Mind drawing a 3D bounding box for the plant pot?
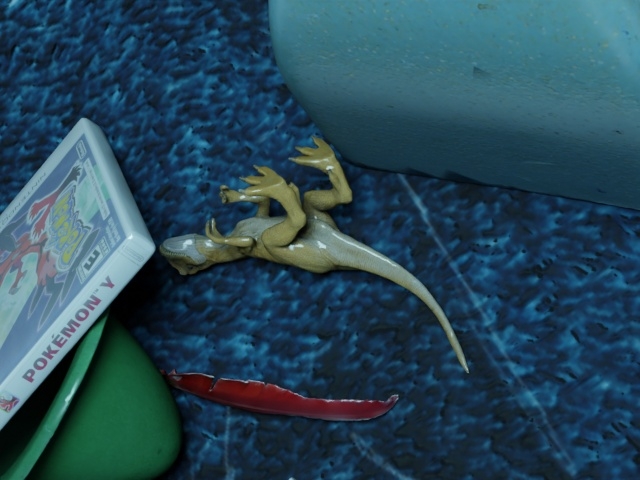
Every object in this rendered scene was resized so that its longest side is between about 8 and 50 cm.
[{"bbox_3d":[0.104,-0.171,0.631,0.248,0.252,0.247,10,84,23],"label":"plant pot"}]

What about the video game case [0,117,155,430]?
[{"bbox_3d":[-0.189,0.026,0.777,0.183,0.023,0.201,-49,31,7],"label":"video game case"}]

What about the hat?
[{"bbox_3d":[-0.104,0.131,0.781,0.208,0.183,0.173,-1,62,65],"label":"hat"}]

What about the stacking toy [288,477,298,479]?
[{"bbox_3d":[-0.041,0.246,0.651,0.052,0.221,0.167,41,97,-19],"label":"stacking toy"}]

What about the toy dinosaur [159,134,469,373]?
[{"bbox_3d":[0.000,0.000,0.751,0.211,0.112,0.064,11,43,24],"label":"toy dinosaur"}]
